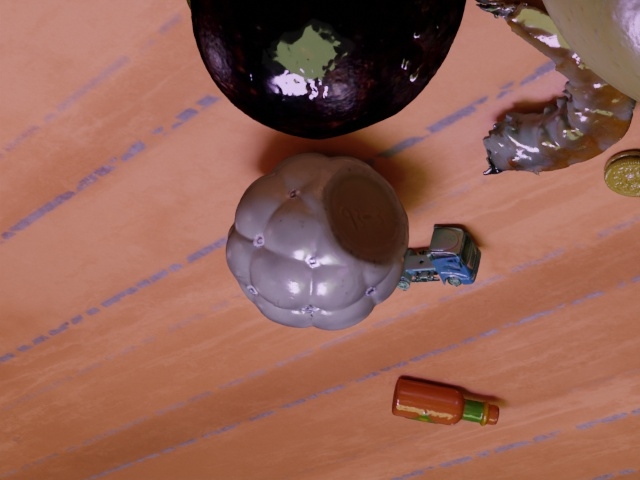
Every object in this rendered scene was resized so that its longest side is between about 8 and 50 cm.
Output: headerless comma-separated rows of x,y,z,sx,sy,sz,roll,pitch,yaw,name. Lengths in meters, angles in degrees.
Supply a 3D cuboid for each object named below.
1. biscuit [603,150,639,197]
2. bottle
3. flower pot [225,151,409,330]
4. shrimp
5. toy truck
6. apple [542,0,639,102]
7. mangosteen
0.408,-0.085,1.740,0.084,0.023,0.084,8,149,5,biscuit
0.221,0.291,2.367,0.187,0.069,0.069,10,149,0,bottle
0.000,0.000,1.804,0.246,0.246,0.195,28,143,-27,flower pot
0.280,-0.171,1.597,0.185,0.068,0.287,5,148,14,shrimp
0.141,0.025,1.968,0.175,0.067,0.081,-4,140,29,toy truck
0.353,-0.280,1.149,0.357,0.357,0.357,8,149,5,apple
-0.001,-0.264,1.359,0.297,0.313,0.297,-25,162,-9,mangosteen
